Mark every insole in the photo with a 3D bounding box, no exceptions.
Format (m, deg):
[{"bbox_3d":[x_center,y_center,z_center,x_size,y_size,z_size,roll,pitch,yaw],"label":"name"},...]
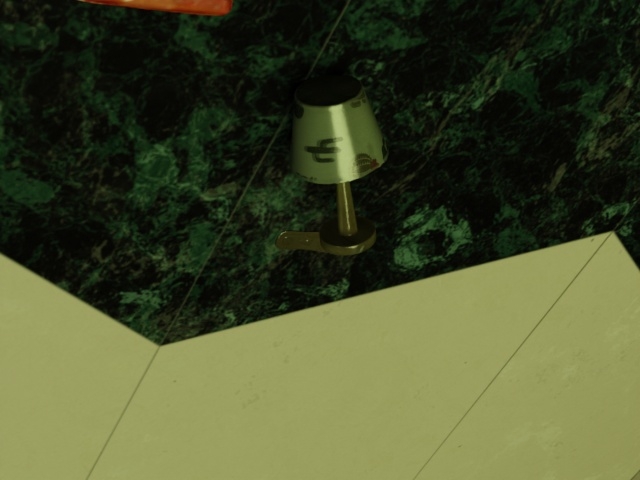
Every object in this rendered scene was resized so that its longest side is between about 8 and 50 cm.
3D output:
[{"bbox_3d":[0.000,0.000,1.353,0.135,0.002,0.045,2,130,-29],"label":"insole"}]

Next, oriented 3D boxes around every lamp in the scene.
[{"bbox_3d":[0.023,-0.085,1.189,0.121,0.121,0.214,-17,125,-14],"label":"lamp"}]

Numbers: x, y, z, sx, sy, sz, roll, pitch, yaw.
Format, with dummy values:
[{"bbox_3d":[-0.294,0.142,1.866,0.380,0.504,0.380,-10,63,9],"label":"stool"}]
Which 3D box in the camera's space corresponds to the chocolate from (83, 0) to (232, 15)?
[{"bbox_3d":[-0.209,-0.271,0.804,0.235,0.237,0.108,-1,121,-27],"label":"chocolate"}]
